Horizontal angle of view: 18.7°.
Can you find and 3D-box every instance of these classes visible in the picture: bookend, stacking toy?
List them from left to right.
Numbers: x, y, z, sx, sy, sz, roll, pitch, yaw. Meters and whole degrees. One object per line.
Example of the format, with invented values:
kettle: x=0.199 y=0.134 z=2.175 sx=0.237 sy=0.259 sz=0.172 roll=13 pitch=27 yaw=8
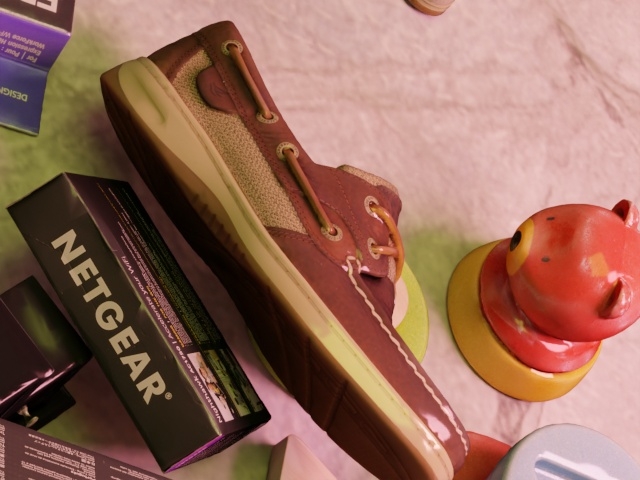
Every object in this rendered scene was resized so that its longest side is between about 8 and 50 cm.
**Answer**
bookend: x=-0.183 y=0.075 z=1.067 sx=0.157 sy=0.156 sz=0.072 roll=-35 pitch=87 yaw=-40
stacking toy: x=0.101 y=0.098 z=1.250 sx=0.279 sy=0.130 sz=0.309 roll=14 pitch=59 yaw=-26

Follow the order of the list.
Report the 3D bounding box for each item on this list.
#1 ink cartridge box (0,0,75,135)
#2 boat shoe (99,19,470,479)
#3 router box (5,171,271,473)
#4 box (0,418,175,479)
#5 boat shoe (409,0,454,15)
ink cartridge box: x=-0.254 y=-0.190 z=1.233 sx=0.206 sy=0.045 sz=0.208 roll=16 pitch=60 yaw=-25
boat shoe: x=0.000 y=0.000 z=1.196 sx=0.123 sy=0.123 sz=0.342 roll=-32 pitch=66 yaw=-15
router box: x=-0.105 y=0.046 z=1.155 sx=0.179 sy=0.046 sz=0.133 roll=58 pitch=8 yaw=7
box: x=-0.134 y=0.212 z=0.991 sx=0.270 sy=0.216 sz=0.060 roll=23 pitch=25 yaw=-21
boat shoe: x=0.098 y=-0.241 z=1.475 sx=0.056 sy=0.048 sz=0.153 roll=26 pitch=55 yaw=-18
